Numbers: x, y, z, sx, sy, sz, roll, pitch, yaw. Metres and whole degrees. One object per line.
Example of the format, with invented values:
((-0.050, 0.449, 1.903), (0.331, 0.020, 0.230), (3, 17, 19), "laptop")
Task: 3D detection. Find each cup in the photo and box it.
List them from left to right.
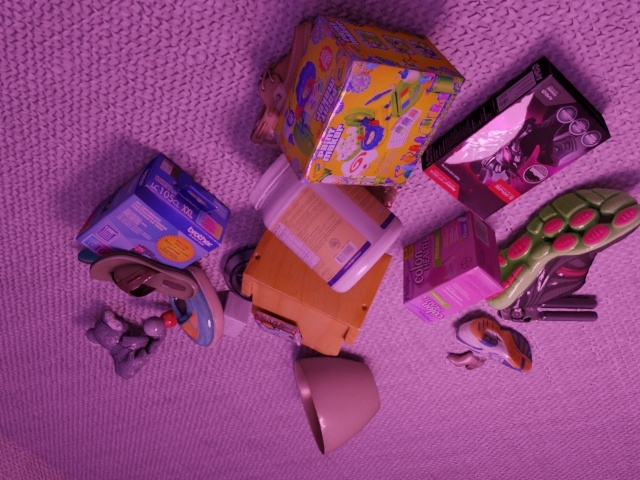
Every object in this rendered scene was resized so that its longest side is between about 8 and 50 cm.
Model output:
((0.069, 0.541, 2.120), (0.236, 0.331, 0.331), (-16, 135, -13), "cup")

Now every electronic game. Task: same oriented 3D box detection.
((-0.185, 0.111, 1.883), (0.229, 0.048, 0.229), (1, 129, 1), "electronic game")

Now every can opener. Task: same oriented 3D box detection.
((0.688, 0.213, 1.862), (0.283, 0.076, 0.095), (0, 166, 7), "can opener")

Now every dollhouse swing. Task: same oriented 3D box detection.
((-0.017, 0.128, 1.767), (0.346, 0.315, 0.305), (24, 166, 7), "dollhouse swing")

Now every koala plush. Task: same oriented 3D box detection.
((-0.690, 0.343, 2.100), (0.221, 0.203, 0.196), (44, 125, -16), "koala plush")

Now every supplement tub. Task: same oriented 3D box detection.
((0.010, -0.061, 1.498), (0.331, 0.241, 0.241), (43, 130, 2), "supplement tub")

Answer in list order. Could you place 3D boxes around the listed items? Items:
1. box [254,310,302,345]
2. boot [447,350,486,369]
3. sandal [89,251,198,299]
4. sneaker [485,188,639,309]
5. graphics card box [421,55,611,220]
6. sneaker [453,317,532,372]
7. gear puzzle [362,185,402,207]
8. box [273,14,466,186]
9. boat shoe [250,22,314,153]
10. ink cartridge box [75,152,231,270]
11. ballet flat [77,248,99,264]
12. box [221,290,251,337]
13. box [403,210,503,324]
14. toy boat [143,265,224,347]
((-0.122, 0.257, 1.783), (0.137, 0.027, 0.094), (20, 156, 16), "box")
((0.503, 0.398, 2.077), (0.118, 0.042, 0.087), (26, 126, -18), "boot")
((-0.493, 0.112, 1.697), (0.302, 0.086, 0.120), (15, 135, -7), "sandal")
((0.646, 0.030, 1.632), (0.202, 0.185, 0.483), (14, 140, -31), "sneaker")
((0.449, -0.224, 1.438), (0.232, 0.094, 0.371), (35, 128, -24), "graphics card box")
((0.561, 0.340, 1.982), (0.296, 0.112, 0.131), (35, 146, -22), "sneaker")
((0.131, -0.167, 1.577), (0.175, 0.044, 0.339), (26, 129, -3), "gear puzzle")
((0.093, -0.280, 1.286), (0.279, 0.177, 0.290), (-1, 136, -32), "box")
((-0.090, -0.339, 1.382), (0.110, 0.122, 0.341), (14, 135, -7), "boat shoe")
((-0.441, -0.056, 1.693), (0.395, 0.151, 0.270), (-31, 123, 30), "ink cartridge box")
((-0.649, 0.054, 1.882), (0.203, 0.074, 0.074), (-8, 132, 13), "ballet flat")
((-0.288, 0.243, 1.989), (0.087, 0.101, 0.102), (24, 134, -16), "box")
((0.352, 0.075, 1.657), (0.117, 0.214, 0.243), (37, 128, -26), "box")
((-0.438, 0.233, 1.928), (0.318, 0.148, 0.268), (-26, 89, 46), "toy boat")
